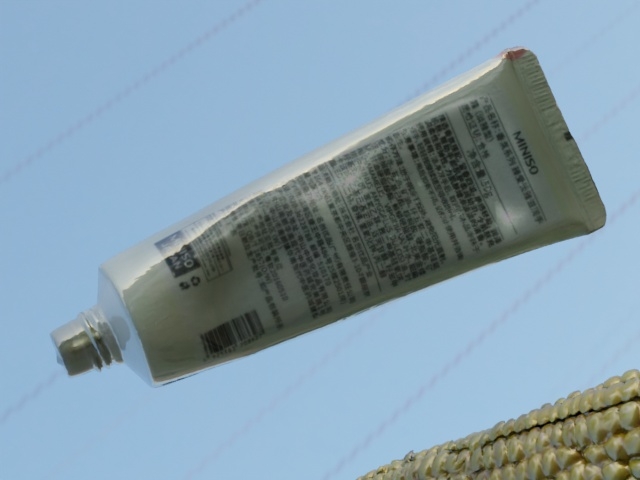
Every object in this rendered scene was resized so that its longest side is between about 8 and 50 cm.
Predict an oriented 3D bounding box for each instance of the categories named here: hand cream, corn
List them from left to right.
[{"bbox_3d":[0.000,0.000,1.066,0.341,0.078,0.124,-23,-94,-12],"label":"hand cream"},{"bbox_3d":[0.141,0.160,1.132,0.115,0.318,0.115,28,-130,-41],"label":"corn"}]
